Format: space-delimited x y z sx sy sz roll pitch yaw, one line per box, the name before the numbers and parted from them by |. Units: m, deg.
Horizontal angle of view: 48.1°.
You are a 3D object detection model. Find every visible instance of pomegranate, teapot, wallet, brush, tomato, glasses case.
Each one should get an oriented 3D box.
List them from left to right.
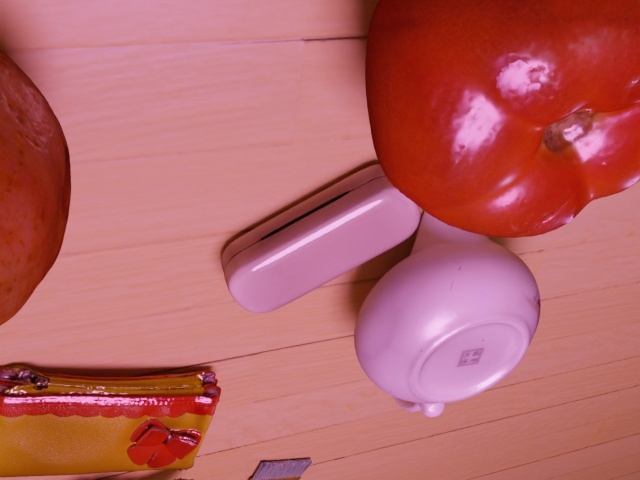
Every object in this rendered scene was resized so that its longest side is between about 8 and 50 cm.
pomegranate | -0.255 -0.038 0.414 0.215 0.215 0.215 -13 138 -13
wallet | -0.232 0.198 0.769 0.241 0.067 0.141 6 129 -29
brush | -0.091 0.387 1.073 0.083 0.011 0.205 7 130 -32
glasses case | 0.000 0.000 0.684 0.196 0.050 0.083 -28 136 3
teapot | 0.128 0.089 0.776 0.204 0.139 0.298 -2 132 -26
tomato | 0.150 -0.121 0.532 0.260 0.180 0.259 -12 139 -11

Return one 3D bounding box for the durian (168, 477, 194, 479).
durian | -0.267 0.343 0.901 0.224 0.078 0.140 -25 128 -16
